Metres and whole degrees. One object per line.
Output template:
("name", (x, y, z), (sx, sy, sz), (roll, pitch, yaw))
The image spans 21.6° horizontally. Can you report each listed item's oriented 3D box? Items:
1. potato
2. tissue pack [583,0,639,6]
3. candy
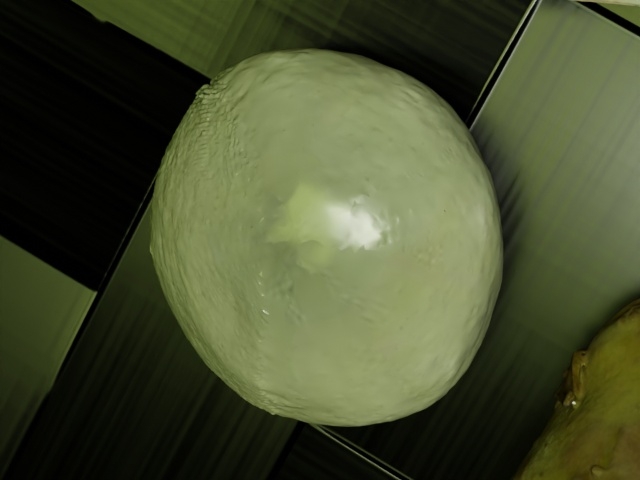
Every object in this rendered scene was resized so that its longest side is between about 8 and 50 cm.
("potato", (0.254, 0.200, 1.205), (0.246, 0.196, 0.299), (21, 102, 9))
("tissue pack", (0.112, -0.268, 1.225), (0.325, 0.071, 0.170), (8, 103, 13))
("candy", (0.000, 0.000, 1.243), (0.295, 0.185, 0.295), (1, 97, 9))
